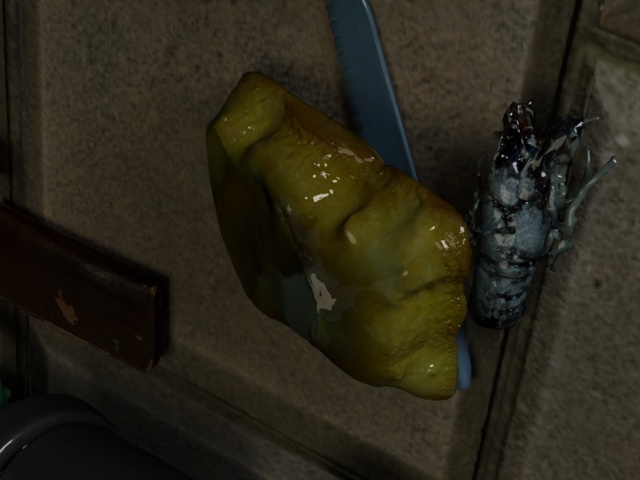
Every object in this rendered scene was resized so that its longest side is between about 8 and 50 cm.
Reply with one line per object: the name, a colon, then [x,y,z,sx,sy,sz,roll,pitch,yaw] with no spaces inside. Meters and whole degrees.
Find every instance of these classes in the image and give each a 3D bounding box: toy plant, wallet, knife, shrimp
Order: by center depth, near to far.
shrimp: [0.126,-0.004,0.940,0.082,0.076,0.174,12,129,5]
knife: [0.050,-0.038,1.019,0.044,0.019,0.313,3,118,41]
wallet: [-0.199,0.038,1.262,0.176,0.026,0.095,22,125,24]
toy plant: [-0.258,0.218,1.330,0.400,0.185,0.279,19,151,38]

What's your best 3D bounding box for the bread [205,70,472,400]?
bread: [0.000,0.000,1.005,0.233,0.088,0.160,43,139,40]
